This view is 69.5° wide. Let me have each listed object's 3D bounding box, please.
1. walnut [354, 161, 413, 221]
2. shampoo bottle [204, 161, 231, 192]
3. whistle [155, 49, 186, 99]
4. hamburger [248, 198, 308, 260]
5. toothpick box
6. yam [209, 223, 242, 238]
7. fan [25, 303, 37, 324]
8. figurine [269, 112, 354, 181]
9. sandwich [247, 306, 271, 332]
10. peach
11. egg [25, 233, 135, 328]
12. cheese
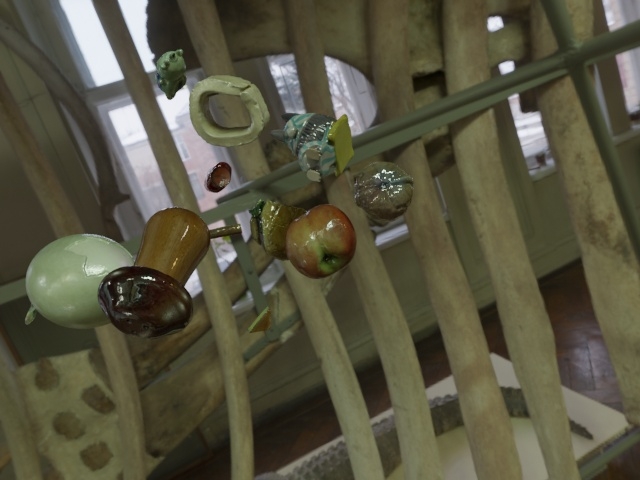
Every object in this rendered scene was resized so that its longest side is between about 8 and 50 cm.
[{"bbox_3d":[0.255,-0.195,1.859,0.248,0.248,0.248,-20,10,4],"label":"walnut"},{"bbox_3d":[-0.321,-0.197,1.441,0.102,0.064,0.260,-61,17,-3],"label":"shampoo bottle"},{"bbox_3d":[-0.503,-0.553,1.548,0.110,0.092,0.244,-55,7,-23],"label":"whistle"},{"bbox_3d":[-0.150,-0.032,1.768,0.132,0.211,0.309,8,-8,32],"label":"hamburger"},{"bbox_3d":[-0.344,0.068,0.999,0.192,0.192,0.294,-16,39,23],"label":"toothpick box"},{"bbox_3d":[-0.470,-0.019,1.798,0.327,0.045,0.045,-10,48,-8],"label":"yam"},{"bbox_3d":[-0.853,0.210,1.368,0.060,0.080,0.003,-10,-24,33],"label":"fan"},{"bbox_3d":[-0.079,-0.424,2.088,0.378,0.266,0.361,12,34,26],"label":"figurine"},{"bbox_3d":[-0.149,0.217,1.210,0.083,0.044,0.031,-51,17,-13],"label":"sandwich"},{"bbox_3d":[0.000,0.000,1.583,0.252,0.252,0.252,-20,10,4],"label":"peach"},{"bbox_3d":[-0.670,0.118,1.339,0.336,0.278,0.278,3,21,28],"label":"egg"},{"bbox_3d":[-0.399,-0.572,2.040,0.332,0.292,0.153,3,29,4],"label":"cheese"}]
